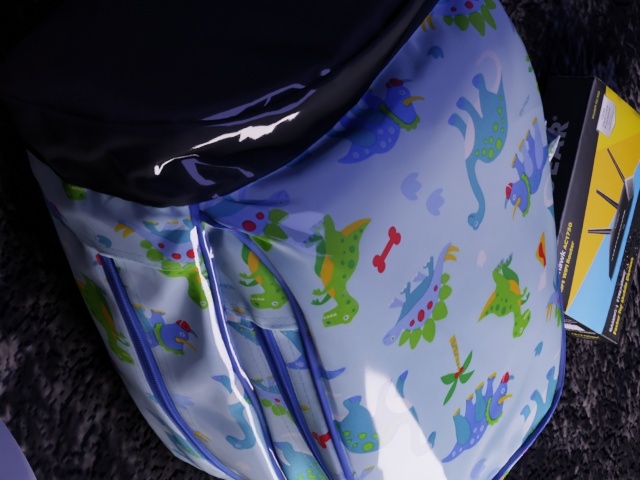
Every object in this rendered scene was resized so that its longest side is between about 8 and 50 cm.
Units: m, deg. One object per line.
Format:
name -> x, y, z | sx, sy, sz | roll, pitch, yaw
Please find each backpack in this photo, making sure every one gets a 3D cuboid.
backpack -> 0.000, 0.000, 1.010 | 0.290, 0.273, 0.355 | -47, 154, -38

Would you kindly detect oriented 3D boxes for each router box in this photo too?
router box -> 0.205, -0.022, 1.436 | 0.133, 0.046, 0.179 | 28, 73, -52

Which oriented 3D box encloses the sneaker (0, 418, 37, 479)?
sneaker -> -0.177, 0.175, 0.810 | 0.123, 0.290, 0.106 | -6, 144, -32
